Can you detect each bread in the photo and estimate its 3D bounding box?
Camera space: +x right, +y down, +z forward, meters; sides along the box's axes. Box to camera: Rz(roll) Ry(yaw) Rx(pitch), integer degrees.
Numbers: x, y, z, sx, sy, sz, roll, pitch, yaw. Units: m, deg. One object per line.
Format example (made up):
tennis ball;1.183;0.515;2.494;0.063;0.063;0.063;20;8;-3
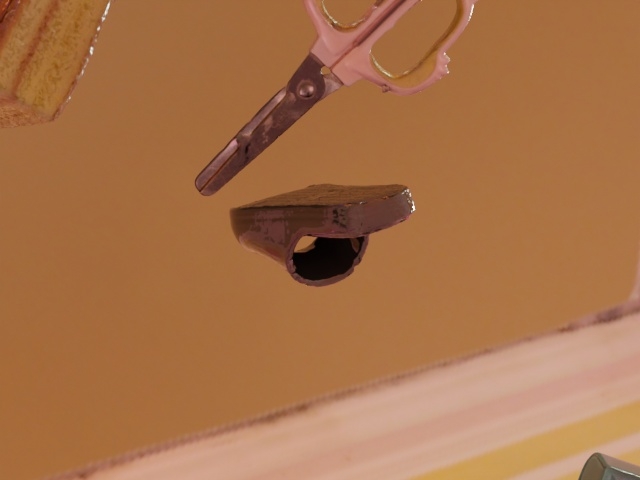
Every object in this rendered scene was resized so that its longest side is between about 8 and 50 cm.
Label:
bread;-0.317;-0.209;1.255;0.110;0.234;0.184;33;-107;-30

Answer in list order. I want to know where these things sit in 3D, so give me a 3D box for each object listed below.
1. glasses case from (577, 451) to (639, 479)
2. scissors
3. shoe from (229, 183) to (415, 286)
glasses case;0.345;0.268;0.981;0.301;0.070;0.117;18;-82;-2
scissors;0.008;-0.148;1.059;0.317;0.024;0.160;-44;-67;10
shoe;0.000;0.000;1.138;0.108;0.241;0.093;-18;-81;-30
